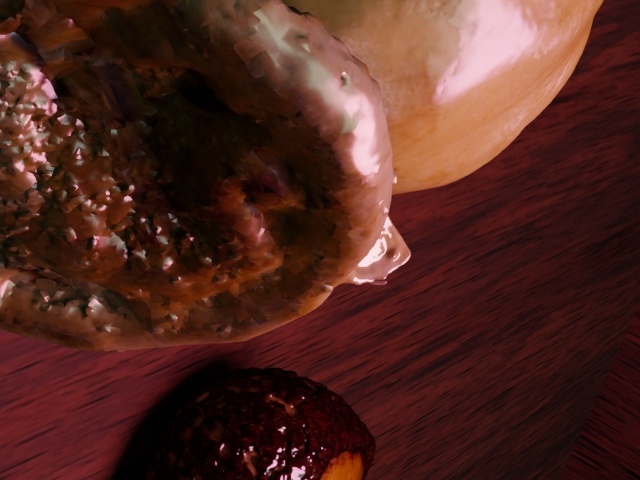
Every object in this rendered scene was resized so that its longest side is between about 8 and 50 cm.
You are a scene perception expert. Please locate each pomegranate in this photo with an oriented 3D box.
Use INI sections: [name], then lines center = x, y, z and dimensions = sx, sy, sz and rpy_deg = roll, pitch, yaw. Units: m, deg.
[pomegranate]
center = 0.009, -0.178, 0.991
dimensions = 0.332, 0.332, 0.332
rpy_deg = -45, 153, -30

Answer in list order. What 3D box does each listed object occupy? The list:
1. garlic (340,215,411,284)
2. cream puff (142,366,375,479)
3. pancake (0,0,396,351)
[garlic]
center = -0.013, -0.005, 1.348
dimensions = 0.245, 0.164, 0.145
rpy_deg = 111, 2, -86
[cream puff]
center = -0.066, 0.223, 1.504
dimensions = 0.239, 0.165, 0.239
rpy_deg = -48, 159, -25
[pancake]
center = -0.130, -0.047, 0.887
dimensions = 0.356, 0.356, 0.065
rpy_deg = 92, 2, -48
